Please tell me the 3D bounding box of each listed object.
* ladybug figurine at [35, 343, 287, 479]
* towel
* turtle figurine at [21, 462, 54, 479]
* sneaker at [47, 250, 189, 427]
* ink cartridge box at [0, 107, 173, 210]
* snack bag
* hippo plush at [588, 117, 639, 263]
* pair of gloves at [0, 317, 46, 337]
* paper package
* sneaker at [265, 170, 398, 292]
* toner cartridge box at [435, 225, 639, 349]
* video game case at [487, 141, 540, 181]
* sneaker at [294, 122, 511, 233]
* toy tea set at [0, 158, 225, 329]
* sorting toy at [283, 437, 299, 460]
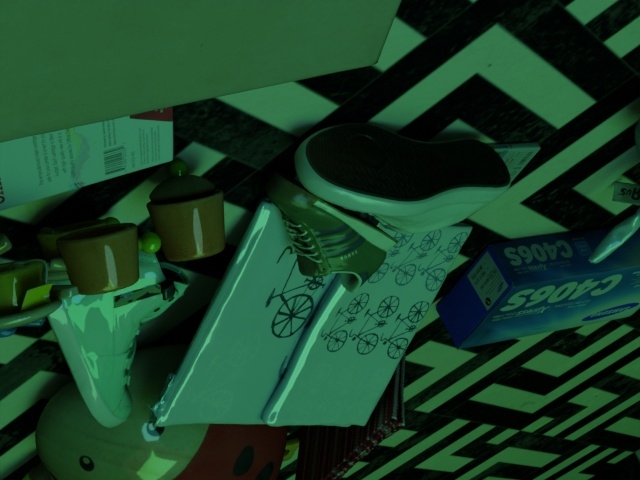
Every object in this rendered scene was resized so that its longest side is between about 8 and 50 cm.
[{"bbox_3d":[-0.182,0.274,1.715,0.305,0.162,0.449,-31,153,11],"label":"ladybug figurine"},{"bbox_3d":[0.042,0.241,1.832,0.031,0.198,0.275,25,133,-18],"label":"towel"},{"bbox_3d":[-0.424,0.375,1.774,0.217,0.087,0.269,-32,145,2],"label":"turtle figurine"},{"bbox_3d":[-0.201,0.103,1.425,0.151,0.094,0.256,-22,140,-10],"label":"sneaker"},{"bbox_3d":[-0.215,-0.104,1.091,0.175,0.072,0.127,-17,153,-16],"label":"ink cartridge box"},{"bbox_3d":[-0.005,0.095,1.556,0.343,0.037,0.323,9,117,-43],"label":"snack bag"},{"bbox_3d":[0.475,-0.112,1.600,0.294,0.234,0.236,8,148,31],"label":"hippo plush"},{"bbox_3d":[-0.359,0.088,1.316,0.159,0.023,0.198,-17,171,-8],"label":"pair of gloves"},{"bbox_3d":[-0.093,-0.234,0.855,0.325,0.168,0.309,-15,152,-23],"label":"paper package"},{"bbox_3d":[0.000,0.000,1.414,0.192,0.064,0.086,28,97,-43],"label":"sneaker"},{"bbox_3d":[0.350,0.060,1.887,0.348,0.075,0.165,-8,150,-32],"label":"toner cartridge box"},{"bbox_3d":[0.191,-0.084,1.554,0.122,0.011,0.087,-6,148,-35],"label":"video game case"},{"bbox_3d":[0.072,-0.047,1.410,0.290,0.105,0.123,3,145,-41],"label":"sneaker"},{"bbox_3d":[-0.238,-0.016,1.198,0.200,0.124,0.336,-3,-168,38],"label":"toy tea set"},{"bbox_3d":[-0.186,0.382,2.039,0.348,0.047,0.196,-18,153,-16],"label":"sorting toy"}]
